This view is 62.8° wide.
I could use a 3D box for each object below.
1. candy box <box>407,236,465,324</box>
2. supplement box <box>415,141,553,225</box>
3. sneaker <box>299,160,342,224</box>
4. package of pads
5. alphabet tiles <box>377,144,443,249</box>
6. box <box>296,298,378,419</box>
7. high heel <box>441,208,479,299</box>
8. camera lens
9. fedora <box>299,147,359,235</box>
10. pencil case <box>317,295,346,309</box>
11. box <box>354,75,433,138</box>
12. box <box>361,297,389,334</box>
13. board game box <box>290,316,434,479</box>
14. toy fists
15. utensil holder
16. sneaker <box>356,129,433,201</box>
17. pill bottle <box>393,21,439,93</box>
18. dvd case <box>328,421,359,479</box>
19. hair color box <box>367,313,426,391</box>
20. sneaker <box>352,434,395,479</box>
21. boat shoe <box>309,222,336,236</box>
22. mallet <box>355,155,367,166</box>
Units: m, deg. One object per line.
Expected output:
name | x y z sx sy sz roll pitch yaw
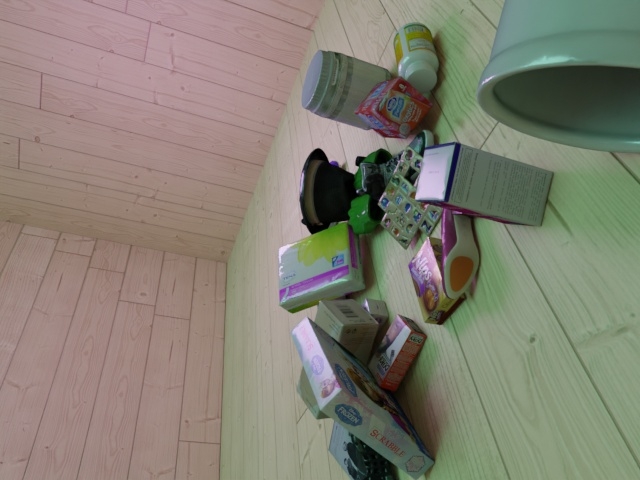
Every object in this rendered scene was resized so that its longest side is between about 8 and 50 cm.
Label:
candy box | 0.273 0.094 1.252 0.186 0.053 0.109 -98 27 -44
supplement box | 0.311 -0.104 1.004 0.111 0.220 0.113 -166 87 -72
sneaker | -0.006 -0.183 2.090 0.102 0.146 0.293 -155 78 -71
package of pads | -0.006 0.086 1.721 0.297 0.101 0.229 -22 53 26
alphabet tiles | 0.244 -0.101 1.401 0.198 0.009 0.237 50 131 35
box | 0.044 0.336 1.491 0.148 0.121 0.310 39 121 53
high heel | 0.297 0.014 1.190 0.117 0.082 0.243 157 122 -73
camera lens | 0.096 -0.512 1.799 0.219 0.275 0.219 -168 90 -71
fedora | 0.048 -0.161 1.800 0.334 0.153 0.333 4 -90 -72
pencil case | 0.035 0.227 1.757 0.124 0.124 0.283 129 147 -54
box | 0.207 -0.384 1.535 0.122 0.128 0.257 -52 14 4
box | 0.105 0.308 1.585 0.067 0.063 0.323 -103 31 -47
board game box | 0.088 0.358 1.230 0.066 0.318 0.318 -46 24 4
toy fists | 0.160 -0.153 1.678 0.142 0.096 0.278 -21 57 59
utensil holder | 0.417 -0.348 0.698 0.328 0.328 0.385 -173 97 -71
sneaker | 0.203 -0.206 1.484 0.101 0.153 0.268 -98 27 -45
pill bottle | 0.279 -0.526 1.524 0.117 0.118 0.208 124 152 -47
dvd case | 0.089 0.572 1.519 0.239 0.030 0.179 -171 93 -72
hair color box | 0.191 0.283 1.328 0.167 0.054 0.093 -62 21 10
sneaker | 0.140 0.579 1.309 0.106 0.101 0.267 70 -164 -67
boat shoe | 0.000 -0.001 2.057 0.079 0.081 0.227 -108 41 -70
mallet | 0.143 -0.227 1.874 0.189 0.063 0.039 102 170 -53
